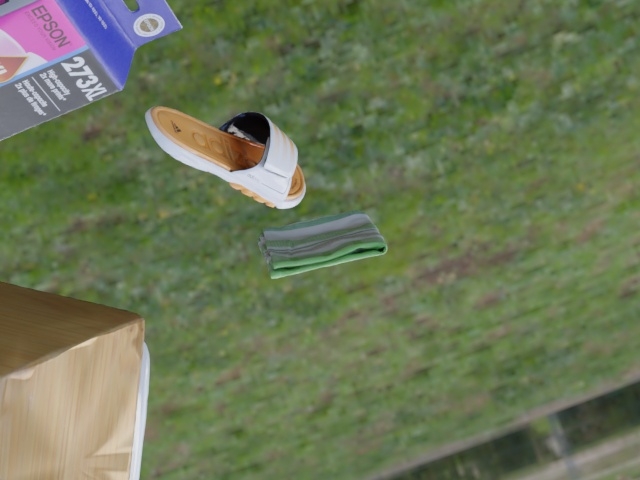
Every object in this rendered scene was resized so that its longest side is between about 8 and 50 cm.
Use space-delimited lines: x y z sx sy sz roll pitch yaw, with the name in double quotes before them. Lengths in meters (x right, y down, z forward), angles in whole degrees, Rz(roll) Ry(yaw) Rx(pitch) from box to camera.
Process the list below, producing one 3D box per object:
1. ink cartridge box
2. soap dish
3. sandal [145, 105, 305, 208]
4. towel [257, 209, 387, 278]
"ink cartridge box" -0.347 -0.196 1.650 0.371 0.069 0.176 -24 144 7
"soap dish" -0.215 0.162 0.789 0.229 0.290 0.118 11 -172 27
"sandal" -0.093 -0.115 1.832 0.076 0.102 0.265 -40 143 25
"towel" 0.000 0.000 1.417 0.113 0.023 0.152 -14 -169 -3
